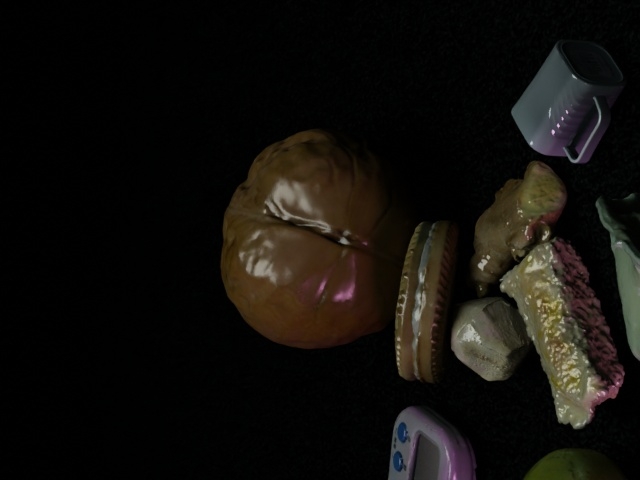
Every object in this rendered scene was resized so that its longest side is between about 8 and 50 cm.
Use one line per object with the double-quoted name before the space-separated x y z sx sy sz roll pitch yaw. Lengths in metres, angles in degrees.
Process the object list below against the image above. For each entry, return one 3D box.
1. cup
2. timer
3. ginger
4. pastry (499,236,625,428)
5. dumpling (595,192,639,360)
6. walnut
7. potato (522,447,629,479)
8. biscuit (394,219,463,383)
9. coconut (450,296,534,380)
"cup" 0.322 -0.169 1.708 0.129 0.095 0.128 -64 37 42
"timer" 0.172 0.370 2.085 0.191 0.069 0.208 -146 59 -60
"ginger" 0.265 -0.018 1.862 0.213 0.074 0.137 122 161 -52
"pastry" 0.319 0.117 1.731 0.121 0.089 0.258 112 145 -49
"dumpling" 0.422 0.057 1.398 0.321 0.212 0.270 18 145 50
"walnut" 0.000 0.000 2.154 0.354 0.308 0.398 -60 16 0
"potato" 0.319 0.406 1.617 0.216 0.216 0.304 151 125 -62
"biscuit" 0.160 0.090 1.966 0.259 0.079 0.259 6 -90 -79
"coconut" 0.234 0.129 1.871 0.124 0.110 0.110 37 138 7
